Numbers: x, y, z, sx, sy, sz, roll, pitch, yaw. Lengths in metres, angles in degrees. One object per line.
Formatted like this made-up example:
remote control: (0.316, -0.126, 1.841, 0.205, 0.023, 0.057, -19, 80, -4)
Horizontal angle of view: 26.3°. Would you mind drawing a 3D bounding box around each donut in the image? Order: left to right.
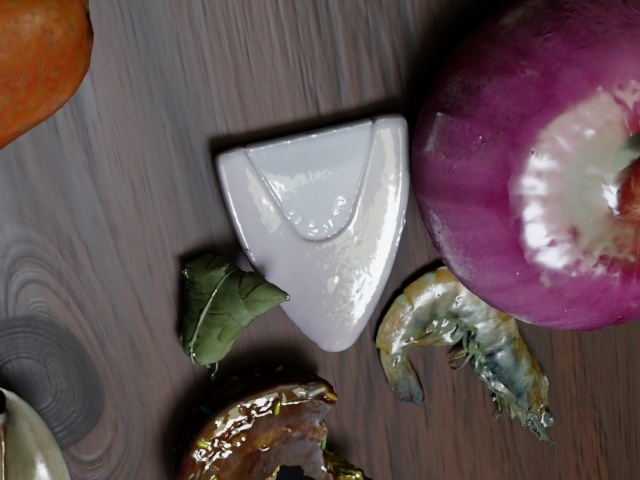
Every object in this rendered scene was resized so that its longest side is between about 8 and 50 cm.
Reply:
donut: (-0.058, 0.244, 1.488, 0.216, 0.096, 0.230, -35, 122, -2)

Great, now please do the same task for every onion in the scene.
onion: (0.264, -0.078, 1.364, 0.358, 0.345, 0.358, 2, 103, 11)

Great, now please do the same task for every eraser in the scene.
eraser: (-0.001, 0.000, 1.421, 0.204, 0.059, 0.243, -13, 114, -17)

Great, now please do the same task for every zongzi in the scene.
zongzi: (-0.086, 0.100, 1.394, 0.062, 0.130, 0.154, -24, 127, -49)

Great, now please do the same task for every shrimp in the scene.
shrimp: (0.170, 0.156, 1.573, 0.169, 0.058, 0.296, -30, 117, 1)

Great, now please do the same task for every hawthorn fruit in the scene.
hawthorn fruit: (-0.292, -0.178, 1.148, 0.262, 0.210, 0.210, -28, 122, -29)

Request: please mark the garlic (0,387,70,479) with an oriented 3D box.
garlic: (-0.353, 0.267, 1.304, 0.237, 0.210, 0.292, -26, 109, -3)
